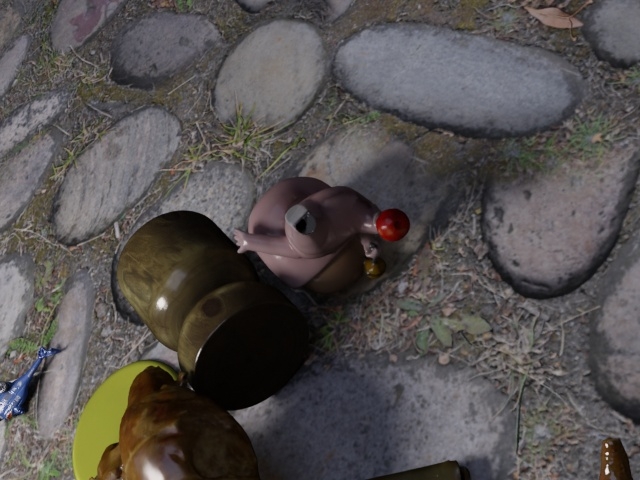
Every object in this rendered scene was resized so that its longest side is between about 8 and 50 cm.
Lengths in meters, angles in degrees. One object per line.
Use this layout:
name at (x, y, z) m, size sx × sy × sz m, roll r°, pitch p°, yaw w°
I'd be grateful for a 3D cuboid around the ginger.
ginger at (-0.175, 0.336, 1.282) m, size 0.274 × 0.152 × 0.357 m, roll -15°, pitch 87°, yaw 54°

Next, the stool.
stool at (-0.159, 0.093, 1.440) m, size 0.179 × 0.179 × 0.264 m, roll -50°, pitch 47°, yaw 3°

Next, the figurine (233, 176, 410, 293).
figurine at (0.000, 0.000, 1.365) m, size 0.176 × 0.186 × 0.287 m, roll -41°, pitch 8°, yaw -20°

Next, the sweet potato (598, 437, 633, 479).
sweet potato at (0.295, 0.358, 1.012) m, size 0.072 × 0.066 × 0.314 m, roll -13°, pitch 60°, yaw 40°

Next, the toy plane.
toy plane at (-0.504, 0.246, 1.711) m, size 0.062 × 0.054 × 0.167 m, roll 35°, pitch 89°, yaw 19°

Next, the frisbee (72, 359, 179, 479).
frisbee at (-0.295, 0.292, 1.539) m, size 0.236 × 0.017 × 0.236 m, roll -18°, pitch 55°, yaw 28°

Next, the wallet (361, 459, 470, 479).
wallet at (0.088, 0.334, 1.208) m, size 0.198 × 0.031 × 0.110 m, roll -20°, pitch 53°, yaw 28°
